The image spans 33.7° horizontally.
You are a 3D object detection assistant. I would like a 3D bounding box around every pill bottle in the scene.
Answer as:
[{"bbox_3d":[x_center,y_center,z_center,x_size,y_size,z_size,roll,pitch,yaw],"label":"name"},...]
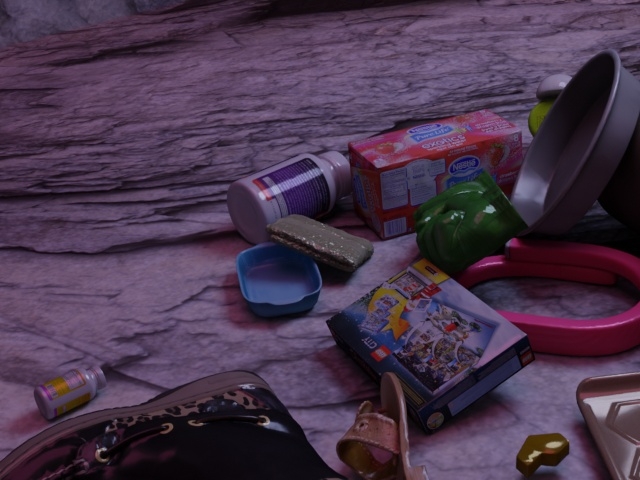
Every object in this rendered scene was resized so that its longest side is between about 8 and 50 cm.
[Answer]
[{"bbox_3d":[-0.311,0.187,1.315,0.083,0.043,0.043,-24,32,-31],"label":"pill bottle"},{"bbox_3d":[-0.043,-0.076,1.686,0.193,0.108,0.108,-26,33,-32],"label":"pill bottle"}]

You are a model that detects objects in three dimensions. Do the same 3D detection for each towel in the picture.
[{"bbox_3d":[0.000,0.000,1.560,0.148,0.027,0.110,23,22,13],"label":"towel"}]

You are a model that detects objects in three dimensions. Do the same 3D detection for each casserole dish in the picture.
[{"bbox_3d":[-0.060,0.057,1.515,0.114,0.037,0.188,-10,27,-6],"label":"casserole dish"}]

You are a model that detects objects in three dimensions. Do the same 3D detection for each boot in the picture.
[{"bbox_3d":[-0.138,0.276,1.023,0.377,0.138,0.284,-18,29,-32],"label":"boot"}]

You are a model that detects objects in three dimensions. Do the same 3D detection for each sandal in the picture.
[{"bbox_3d":[0.057,0.224,1.120,0.079,0.088,0.240,-4,32,-8],"label":"sandal"}]

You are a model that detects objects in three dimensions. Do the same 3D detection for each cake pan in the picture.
[{"bbox_3d":[0.360,-0.128,1.498,0.054,0.293,0.293,26,29,-6],"label":"cake pan"}]

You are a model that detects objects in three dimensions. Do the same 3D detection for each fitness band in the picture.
[{"bbox_3d":[0.302,0.071,1.395,0.291,0.054,0.209,5,30,23],"label":"fitness band"}]

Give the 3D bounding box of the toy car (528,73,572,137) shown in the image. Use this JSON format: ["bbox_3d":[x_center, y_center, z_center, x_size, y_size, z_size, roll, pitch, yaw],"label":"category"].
[{"bbox_3d":[0.446,-0.198,1.805,0.182,0.159,0.136,-3,-7,8],"label":"toy car"}]

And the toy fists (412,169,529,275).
[{"bbox_3d":[0.197,-0.026,1.476,0.142,0.096,0.279,-37,7,9],"label":"toy fists"}]

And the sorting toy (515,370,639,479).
[{"bbox_3d":[0.353,0.226,1.113,0.307,0.041,0.229,-7,32,0],"label":"sorting toy"}]

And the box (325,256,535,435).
[{"bbox_3d":[0.129,0.122,1.299,0.159,0.044,0.233,-33,34,-11],"label":"box"}]

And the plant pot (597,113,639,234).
[{"bbox_3d":[0.533,-0.102,1.455,0.323,0.323,0.280,-17,13,-20],"label":"plant pot"}]

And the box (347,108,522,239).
[{"bbox_3d":[0.184,-0.109,1.681,0.257,0.128,0.122,-16,29,-16],"label":"box"}]
